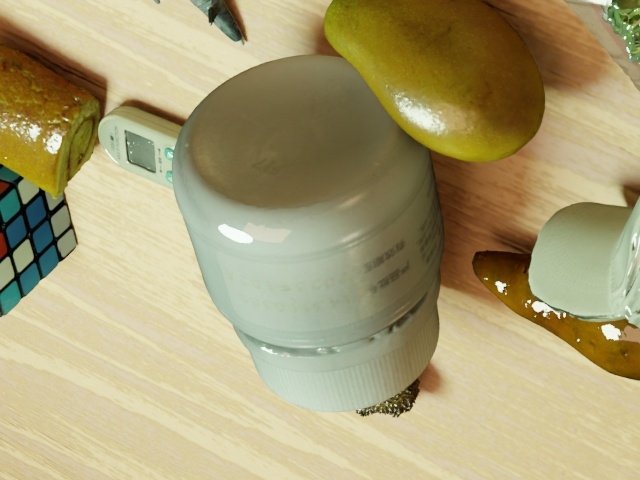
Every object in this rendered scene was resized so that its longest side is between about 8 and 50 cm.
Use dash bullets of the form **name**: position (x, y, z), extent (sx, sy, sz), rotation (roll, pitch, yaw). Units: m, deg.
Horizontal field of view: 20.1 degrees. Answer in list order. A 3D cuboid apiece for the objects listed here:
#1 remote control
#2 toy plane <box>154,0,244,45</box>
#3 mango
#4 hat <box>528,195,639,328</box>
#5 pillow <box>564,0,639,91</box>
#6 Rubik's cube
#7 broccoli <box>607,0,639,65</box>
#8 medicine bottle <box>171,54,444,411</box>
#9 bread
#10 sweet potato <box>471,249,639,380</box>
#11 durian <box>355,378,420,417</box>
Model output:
- **remote control**: position (-0.145, -0.088, 1.970), extent (0.221, 0.042, 0.078), rotation (23, 139, 23)
- **toy plane**: position (-0.143, -0.275, 1.766), extent (0.160, 0.082, 0.234), rotation (-25, 110, 21)
- **mango**: position (0.104, -0.161, 1.625), extent (0.227, 0.136, 0.099), rotation (38, 176, 18)
- **hat**: position (0.319, -0.025, 1.545), extent (0.301, 0.258, 0.168), rotation (14, 110, 56)
- **pillow**: position (0.308, -0.191, 1.454), extent (0.223, 0.084, 0.236), rotation (-27, 109, 44)
- **Rubik's cube**: position (-0.407, -0.026, 2.159), extent (0.155, 0.151, 0.154), rotation (17, 134, 28)
- **broccoli**: position (0.345, -0.231, 1.257), extent (0.260, 0.235, 0.288), rotation (26, 105, 46)
- **medicine bottle**: position (0.000, 0.000, 1.766), extent (0.245, 0.245, 0.306), rotation (18, 144, 27)
- **bread**: position (-0.337, -0.146, 2.026), extent (0.172, 0.103, 0.132), rotation (30, 140, 12)
- **sweet potato**: position (0.302, 0.076, 1.697), extent (0.359, 0.112, 0.112), rotation (5, 128, 33)
- **durian**: position (0.068, 0.164, 1.989), extent (0.080, 0.091, 0.080), rotation (45, 151, 35)
